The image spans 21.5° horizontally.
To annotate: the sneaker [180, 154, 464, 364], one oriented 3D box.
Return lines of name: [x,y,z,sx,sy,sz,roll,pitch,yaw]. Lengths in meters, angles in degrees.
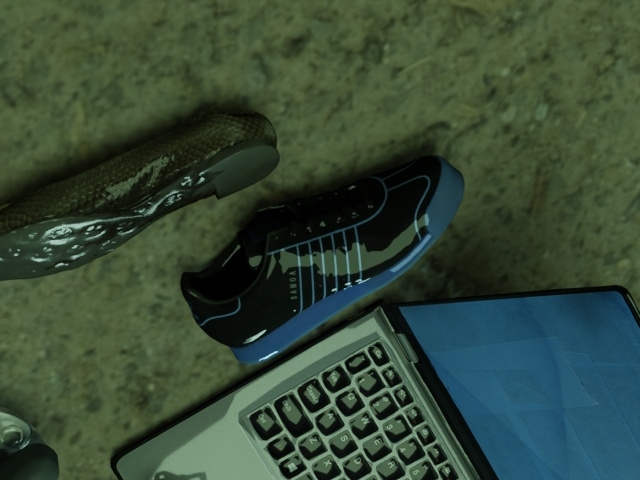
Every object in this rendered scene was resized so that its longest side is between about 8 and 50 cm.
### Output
sneaker: [0.000,0.000,1.293,0.232,0.081,0.090,-38,126,6]

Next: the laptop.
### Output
laptop: [0.108,0.259,1.320,0.408,0.236,0.382,-30,106,0]

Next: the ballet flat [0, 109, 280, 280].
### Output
ballet flat: [-0.151,-0.038,1.253,0.250,0.058,0.084,-24,154,2]

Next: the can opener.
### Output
can opener: [-0.321,0.237,1.317,0.280,0.093,0.074,-44,119,12]
